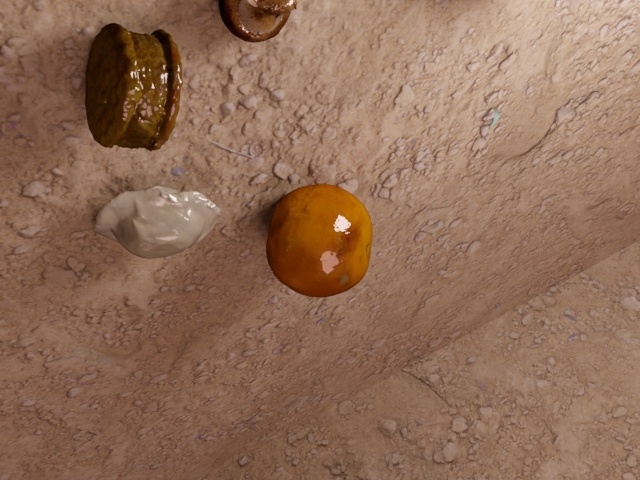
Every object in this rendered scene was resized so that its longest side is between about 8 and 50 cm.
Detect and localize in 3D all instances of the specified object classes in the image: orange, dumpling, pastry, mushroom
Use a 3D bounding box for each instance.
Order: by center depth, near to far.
[{"bbox_3d":[-0.286,-0.230,0.824,0.103,0.188,0.188,-1,135,-38],"label":"pastry"},{"bbox_3d":[-0.102,-0.371,0.848,0.127,0.087,0.127,-20,141,-18],"label":"mushroom"},{"bbox_3d":[-0.323,-0.040,1.069,0.250,0.132,0.162,-11,152,1],"label":"dumpling"},{"bbox_3d":[0.000,0.000,1.222,0.261,0.261,0.261,-18,143,-15],"label":"orange"}]
